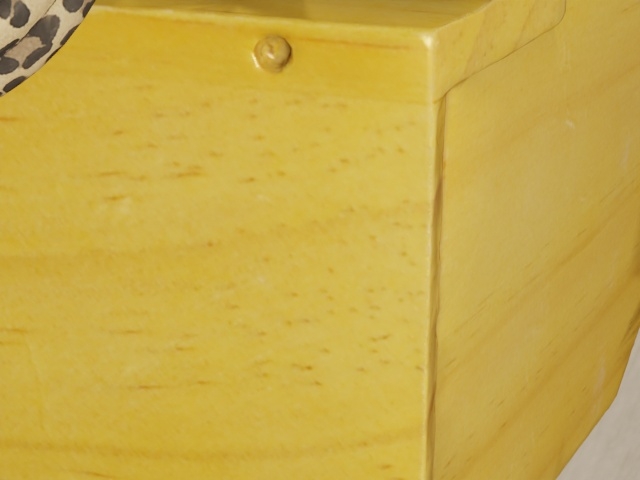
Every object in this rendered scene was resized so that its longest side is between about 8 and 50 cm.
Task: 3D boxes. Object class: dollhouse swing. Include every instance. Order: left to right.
[{"bbox_3d":[0.000,0.000,0.772,0.315,0.305,0.347,7,120,14],"label":"dollhouse swing"}]

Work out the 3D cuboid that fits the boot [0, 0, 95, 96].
[{"bbox_3d":[-0.146,-0.248,0.493,0.284,0.138,0.377,47,47,-61],"label":"boot"}]
